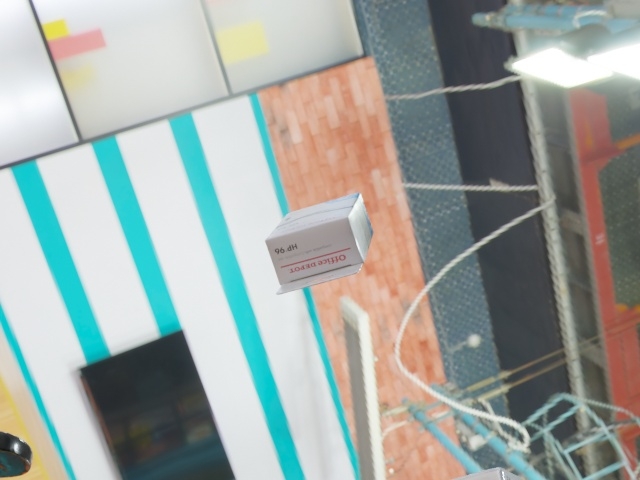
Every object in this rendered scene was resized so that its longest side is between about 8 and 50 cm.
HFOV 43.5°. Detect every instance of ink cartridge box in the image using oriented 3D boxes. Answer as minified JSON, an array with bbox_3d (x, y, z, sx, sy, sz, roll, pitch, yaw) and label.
[{"bbox_3d":[0.000,0.000,0.442,0.083,0.048,0.028,-62,135,-74],"label":"ink cartridge box"}]

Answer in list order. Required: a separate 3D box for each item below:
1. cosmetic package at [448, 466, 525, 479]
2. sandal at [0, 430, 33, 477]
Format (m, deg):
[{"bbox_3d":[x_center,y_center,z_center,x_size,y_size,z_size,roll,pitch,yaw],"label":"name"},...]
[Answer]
[{"bbox_3d":[0.182,0.342,0.745,0.117,0.085,0.231,34,40,-41],"label":"cosmetic package"},{"bbox_3d":[-0.267,0.140,0.487,0.067,0.179,0.040,76,15,-54],"label":"sandal"}]
